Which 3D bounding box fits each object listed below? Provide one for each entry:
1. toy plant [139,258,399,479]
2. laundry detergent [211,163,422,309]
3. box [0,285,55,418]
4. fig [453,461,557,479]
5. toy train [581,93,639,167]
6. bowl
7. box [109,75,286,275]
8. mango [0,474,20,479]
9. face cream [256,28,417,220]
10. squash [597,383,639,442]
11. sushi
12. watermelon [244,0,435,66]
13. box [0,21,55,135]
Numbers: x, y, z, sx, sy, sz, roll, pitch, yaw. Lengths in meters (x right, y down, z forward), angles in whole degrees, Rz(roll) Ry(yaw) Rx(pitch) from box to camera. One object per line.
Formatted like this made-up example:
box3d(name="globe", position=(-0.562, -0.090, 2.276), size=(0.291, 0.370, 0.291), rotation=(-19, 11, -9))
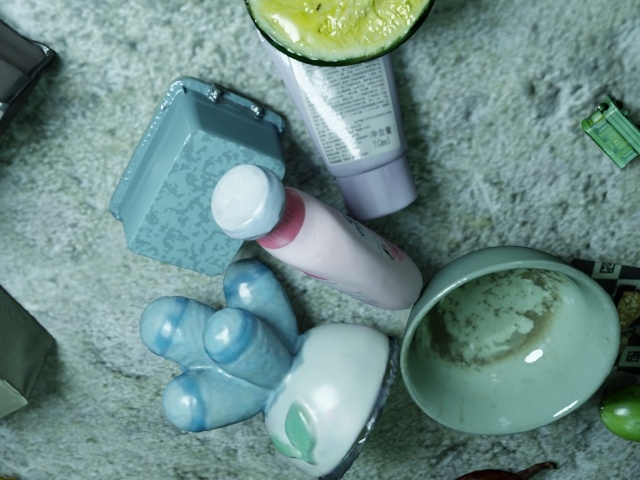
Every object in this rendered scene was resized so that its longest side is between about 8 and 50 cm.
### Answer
box3d(name="toy plant", position=(-0.088, 0.165, 1.080), size=(0.332, 0.247, 0.247), rotation=(28, 116, -9))
box3d(name="laundry detergent", position=(0.000, 0.000, 0.933), size=(0.335, 0.159, 0.087), rotation=(29, 91, -54))
box3d(name="box", position=(-0.513, 0.135, 1.076), size=(0.155, 0.149, 0.231), rotation=(-30, 116, 15))
box3d(name="fig", position=(0.278, 0.436, 1.272), size=(0.148, 0.149, 0.202), rotation=(34, 110, -13))
box3d(name="toy train", position=(0.378, -0.138, 1.006), size=(0.093, 0.038, 0.056), rotation=(39, 118, -21))
box3d(name="bowl", position=(0.245, 0.116, 1.087), size=(0.289, 0.146, 0.289), rotation=(-1, 119, -3))
box3d(name="box", position=(-0.148, -0.073, 0.976), size=(0.162, 0.130, 0.227), rotation=(19, 118, -29))
box3d(name="mango", position=(-0.568, 0.434, 1.244), size=(0.249, 0.156, 0.151), rotation=(3, 119, 0))
box3d(name="face cream", position=(0.035, -0.164, 0.961), size=(0.154, 0.096, 0.273), rotation=(-16, 106, 11))
box3d(name="squash", position=(0.614, 0.271, 1.214), size=(0.379, 0.101, 0.101), rotation=(1, 120, -4))
box3d(name="sushi", position=(0.441, 0.125, 1.157), size=(0.210, 0.040, 0.192), rotation=(10, 120, -7))
box3d(name="watermelon", position=(0.018, -0.282, 0.853), size=(0.232, 0.127, 0.204), rotation=(-20, 86, 8))
box3d(name="box", position=(-0.453, -0.137, 0.900), size=(0.153, 0.188, 0.252), rotation=(37, 115, -20))
